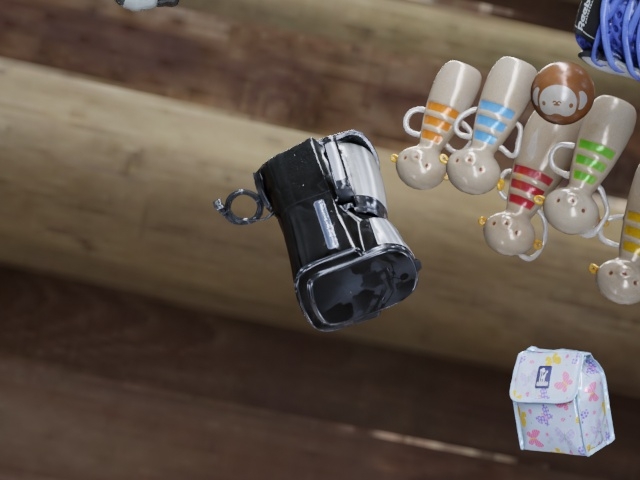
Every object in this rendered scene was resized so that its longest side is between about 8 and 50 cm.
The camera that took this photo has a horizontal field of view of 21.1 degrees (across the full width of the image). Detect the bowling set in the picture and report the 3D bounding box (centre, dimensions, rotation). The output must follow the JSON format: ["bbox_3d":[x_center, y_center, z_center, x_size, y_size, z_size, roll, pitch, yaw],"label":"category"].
[{"bbox_3d":[0.181,-0.070,1.510,0.154,0.287,0.200,-65,-20,-6],"label":"bowling set"}]

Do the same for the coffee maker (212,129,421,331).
[{"bbox_3d":[0.000,0.000,1.722,0.171,0.120,0.178,-35,42,18],"label":"coffee maker"}]

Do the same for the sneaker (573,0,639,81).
[{"bbox_3d":[0.277,-0.145,1.311,0.315,0.182,0.127,-49,-33,-63],"label":"sneaker"}]

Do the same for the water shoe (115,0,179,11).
[{"bbox_3d":[-0.080,-0.183,1.006,0.203,0.080,0.073,-96,8,-58],"label":"water shoe"}]

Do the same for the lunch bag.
[{"bbox_3d":[0.194,0.130,1.404,0.071,0.053,0.083,1,103,43],"label":"lunch bag"}]
